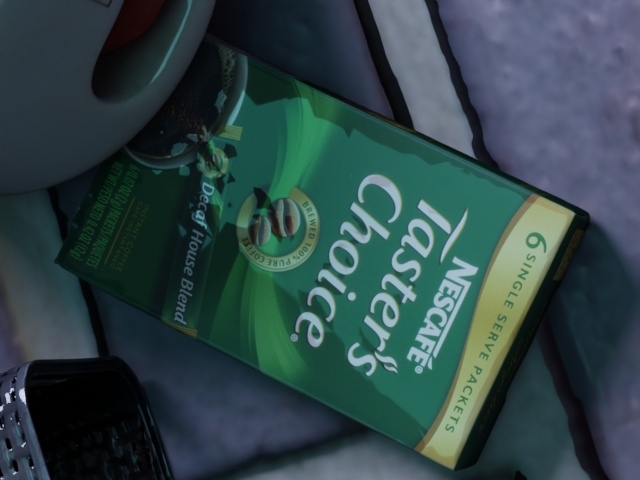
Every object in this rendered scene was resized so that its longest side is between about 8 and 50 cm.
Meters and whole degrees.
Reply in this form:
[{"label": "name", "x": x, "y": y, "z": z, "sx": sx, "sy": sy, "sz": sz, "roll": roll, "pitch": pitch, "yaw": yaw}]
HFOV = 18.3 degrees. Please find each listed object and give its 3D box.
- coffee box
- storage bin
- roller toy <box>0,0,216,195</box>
[{"label": "coffee box", "x": 0.000, "y": 0.000, "z": 0.776, "sx": 0.184, "sy": 0.040, "sz": 0.113, "roll": 28, "pitch": 95, "yaw": 15}, {"label": "storage bin", "x": -0.102, "y": 0.142, "z": 0.756, "sx": 0.084, "sy": 0.122, "sz": 0.180, "roll": -21, "pitch": 83, "yaw": 14}, {"label": "roller toy", "x": -0.144, "y": -0.121, "z": 0.746, "sx": 0.209, "sy": 0.146, "sz": 0.191, "roll": -32, "pitch": 67, "yaw": 20}]
